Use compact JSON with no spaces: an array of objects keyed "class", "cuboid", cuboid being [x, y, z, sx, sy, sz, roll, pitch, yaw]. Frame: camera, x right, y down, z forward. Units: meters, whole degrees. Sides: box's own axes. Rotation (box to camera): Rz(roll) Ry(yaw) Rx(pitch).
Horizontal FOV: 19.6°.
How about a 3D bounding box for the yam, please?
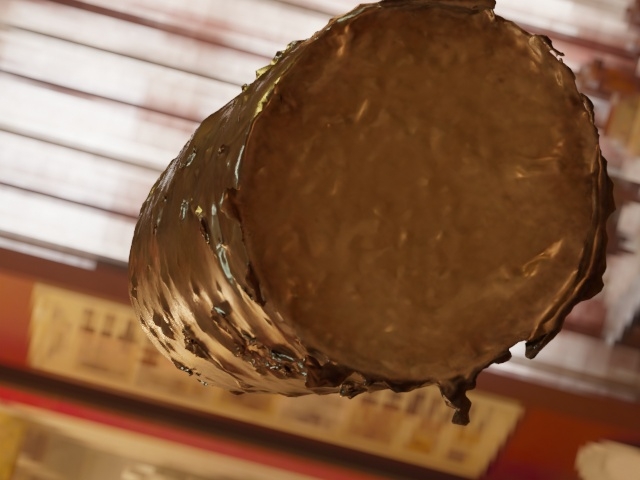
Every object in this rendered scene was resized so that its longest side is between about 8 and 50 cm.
[{"class":"yam","cuboid":[-0.001,-0.001,0.666,0.279,0.131,0.131,159,126,-75]}]
